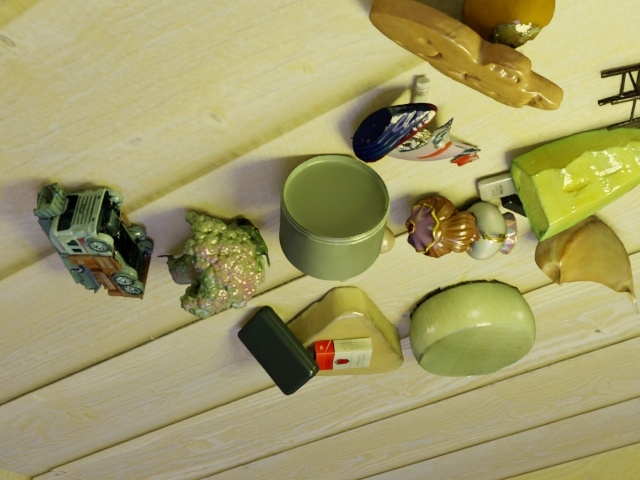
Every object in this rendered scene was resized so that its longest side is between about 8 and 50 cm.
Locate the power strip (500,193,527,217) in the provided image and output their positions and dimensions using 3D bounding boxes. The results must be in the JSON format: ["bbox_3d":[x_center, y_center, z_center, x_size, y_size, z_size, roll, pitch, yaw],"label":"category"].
[{"bbox_3d":[0.465,-0.081,1.910,0.111,0.038,0.029,20,139,-32],"label":"power strip"}]

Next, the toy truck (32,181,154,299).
[{"bbox_3d":[-0.502,0.004,1.801,0.184,0.133,0.338,-2,148,10],"label":"toy truck"}]

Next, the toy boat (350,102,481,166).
[{"bbox_3d":[0.187,-0.199,1.688,0.219,0.072,0.318,-17,160,25],"label":"toy boat"}]

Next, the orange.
[{"bbox_3d":[0.314,-0.382,1.374,0.156,0.134,0.157,4,144,3],"label":"orange"}]

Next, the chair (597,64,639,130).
[{"bbox_3d":[0.661,-0.292,1.601,0.212,0.084,0.101,-12,149,8],"label":"chair"}]

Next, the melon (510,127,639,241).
[{"bbox_3d":[0.582,-0.139,1.736,0.323,0.124,0.196,-23,104,7],"label":"melon"}]

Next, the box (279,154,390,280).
[{"bbox_3d":[0.027,-0.050,1.720,0.226,0.226,0.149,-2,145,-6],"label":"box"}]

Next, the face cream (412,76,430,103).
[{"bbox_3d":[0.195,-0.274,1.604,0.038,0.020,0.115,-2,148,-1],"label":"face cream"}]

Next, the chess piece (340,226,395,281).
[{"bbox_3d":[0.101,0.021,1.968,0.170,0.094,0.094,-31,139,19],"label":"chess piece"}]

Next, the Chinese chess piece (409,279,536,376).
[{"bbox_3d":[0.421,0.251,2.287,0.349,0.146,0.349,-5,145,-3],"label":"Chinese chess piece"}]

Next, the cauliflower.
[{"bbox_3d":[-0.258,0.059,1.888,0.315,0.239,0.256,-9,175,34],"label":"cauliflower"}]

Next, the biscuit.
[{"bbox_3d":[0.239,-0.308,1.391,0.355,0.275,0.052,24,93,-25],"label":"biscuit"}]

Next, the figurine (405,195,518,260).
[{"bbox_3d":[0.310,-0.026,1.867,0.263,0.142,0.189,4,-175,-17],"label":"figurine"}]

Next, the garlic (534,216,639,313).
[{"bbox_3d":[0.656,0.056,2.009,0.338,0.196,0.151,18,154,-35],"label":"garlic"}]

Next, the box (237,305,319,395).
[{"bbox_3d":[-0.115,0.301,2.231,0.050,0.230,0.160,-34,171,-46],"label":"box"}]

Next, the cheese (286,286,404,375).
[{"bbox_3d":[0.023,0.288,2.312,0.383,0.104,0.384,-4,145,-3],"label":"cheese"}]

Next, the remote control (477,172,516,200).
[{"bbox_3d":[0.480,-0.145,1.834,0.261,0.029,0.067,-15,143,9],"label":"remote control"}]

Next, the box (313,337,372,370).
[{"bbox_3d":[0.059,0.309,2.220,0.152,0.048,0.100,-1,142,-5],"label":"box"}]
